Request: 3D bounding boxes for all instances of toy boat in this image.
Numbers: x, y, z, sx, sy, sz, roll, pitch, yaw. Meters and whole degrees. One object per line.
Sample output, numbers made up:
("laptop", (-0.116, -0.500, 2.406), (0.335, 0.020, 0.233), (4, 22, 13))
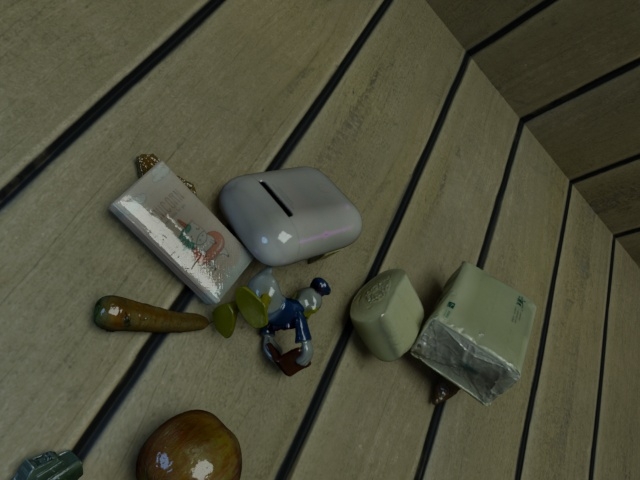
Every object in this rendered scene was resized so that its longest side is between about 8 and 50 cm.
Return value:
("toy boat", (-0.551, 0.452, 0.943), (0.260, 0.078, 0.085), (-25, 116, -42))

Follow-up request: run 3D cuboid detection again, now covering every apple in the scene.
("apple", (-0.262, 0.454, 1.095), (0.187, 0.211, 0.211), (-33, 96, -42))

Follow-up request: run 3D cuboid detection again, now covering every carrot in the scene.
("carrot", (-0.357, 0.176, 1.219), (0.298, 0.078, 0.078), (14, 65, -40))
("carrot", (0.431, 0.438, 1.755), (0.263, 0.101, 0.102), (-41, 101, -37))

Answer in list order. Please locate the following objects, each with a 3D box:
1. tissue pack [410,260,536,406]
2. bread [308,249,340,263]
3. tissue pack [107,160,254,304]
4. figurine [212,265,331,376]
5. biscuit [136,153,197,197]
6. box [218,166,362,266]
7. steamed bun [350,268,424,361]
("tissue pack", (0.483, 0.274, 1.685), (0.297, 0.207, 0.380), (33, 37, 8))
("bread", (0.000, 0.000, 1.560), (0.080, 0.084, 0.109), (-14, 83, -43))
("tissue pack", (-0.321, -0.017, 1.281), (0.325, 0.071, 0.170), (49, 53, -16))
("figurine", (-0.068, 0.191, 1.357), (0.338, 0.204, 0.284), (-27, 103, -47))
("biscuit", (-0.367, -0.104, 1.339), (0.131, 0.026, 0.237), (-14, 83, -43))
("box", (-0.074, -0.073, 1.433), (0.348, 0.141, 0.289), (-15, 53, -39))
("steamed bun", (0.192, 0.220, 1.586), (0.250, 0.154, 0.200), (-50, 119, -40))
